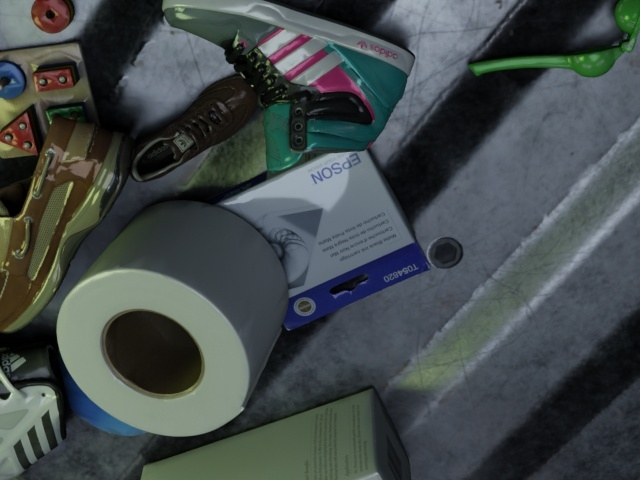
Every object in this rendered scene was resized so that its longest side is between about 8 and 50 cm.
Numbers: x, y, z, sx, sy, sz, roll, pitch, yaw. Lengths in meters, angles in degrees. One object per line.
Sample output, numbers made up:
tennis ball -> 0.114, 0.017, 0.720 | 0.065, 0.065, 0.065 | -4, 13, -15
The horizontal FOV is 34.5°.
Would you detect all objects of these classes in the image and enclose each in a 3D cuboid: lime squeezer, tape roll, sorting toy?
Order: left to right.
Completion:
sorting toy -> -0.342, -0.155, 1.246 | 0.132, 0.046, 0.275 | -6, 116, 4
tape roll -> -0.177, 0.094, 1.269 | 0.246, 0.169, 0.246 | 7, 122, 12
lime squeezer -> 0.328, -0.262, 1.194 | 0.310, 0.059, 0.110 | -39, 79, 19

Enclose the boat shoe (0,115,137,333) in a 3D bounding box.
boat shoe -> -0.345, -0.026, 1.253 | 0.119, 0.123, 0.324 | 27, 118, -21

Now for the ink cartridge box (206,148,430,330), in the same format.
ink cartridge box -> 0.000, 0.000, 1.318 | 0.223, 0.045, 0.224 | -25, 113, 12

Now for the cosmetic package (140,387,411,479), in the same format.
cosmetic package -> -0.066, 0.363, 1.414 | 0.365, 0.197, 0.155 | -21, 115, 12

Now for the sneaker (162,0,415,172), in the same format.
sneaker -> -0.053, -0.170, 1.177 | 0.295, 0.124, 0.179 | 16, 89, -8

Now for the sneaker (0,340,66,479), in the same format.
sneaker -> -0.493, 0.162, 1.321 | 0.257, 0.169, 0.447 | -33, 135, 4

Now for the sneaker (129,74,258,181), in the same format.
sneaker -> -0.152, -0.126, 1.244 | 0.188, 0.071, 0.066 | -34, 111, 16

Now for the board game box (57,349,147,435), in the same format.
board game box -> -0.289, 0.195, 1.419 | 0.133, 0.033, 0.169 | 7, 124, 18
